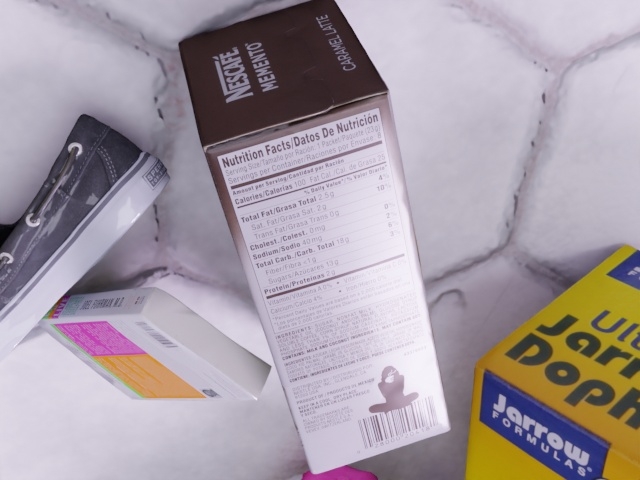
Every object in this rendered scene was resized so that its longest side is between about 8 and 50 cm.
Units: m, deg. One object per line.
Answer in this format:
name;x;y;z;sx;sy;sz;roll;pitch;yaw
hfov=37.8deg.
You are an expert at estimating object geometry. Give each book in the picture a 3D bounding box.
book;-0.111;0.067;0.594;0.096;0.035;0.144;41;151;-30

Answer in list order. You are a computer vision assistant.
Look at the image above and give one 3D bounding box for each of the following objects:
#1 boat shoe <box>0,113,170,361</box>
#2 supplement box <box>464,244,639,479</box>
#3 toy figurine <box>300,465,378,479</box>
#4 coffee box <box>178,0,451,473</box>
boat shoe;-0.193;0.014;0.570;0.228;0.080;0.076;-41;107;18
supplement box;0.238;0.221;0.710;0.195;0.194;0.356;-30;133;-34
toy figurine;0.002;0.259;0.779;0.159;0.130;0.173;-51;143;9
coffee box;0.000;0.000;0.568;0.098;0.141;0.246;-17;125;-3
